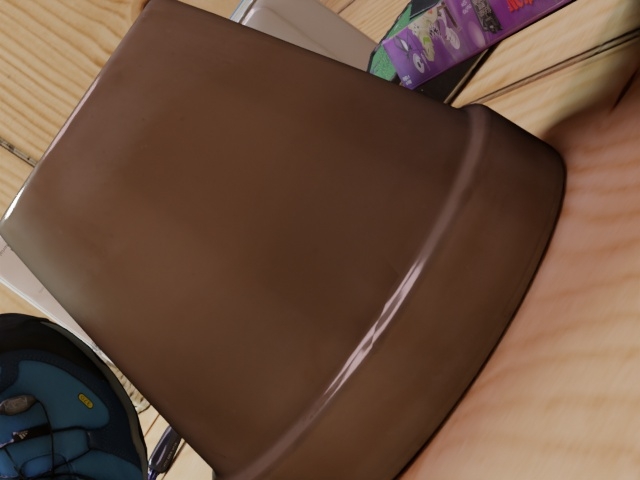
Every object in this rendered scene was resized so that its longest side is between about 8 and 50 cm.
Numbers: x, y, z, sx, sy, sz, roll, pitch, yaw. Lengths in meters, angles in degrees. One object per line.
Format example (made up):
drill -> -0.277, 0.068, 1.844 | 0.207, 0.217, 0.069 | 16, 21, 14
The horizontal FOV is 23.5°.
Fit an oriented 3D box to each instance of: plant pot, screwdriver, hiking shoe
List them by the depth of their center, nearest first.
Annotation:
hiking shoe -> -0.152, 0.191, 1.004 | 0.113, 0.304, 0.132 | -21, 17, -5
plant pot -> -0.048, -0.005, 1.029 | 0.323, 0.280, 0.323 | -54, 9, 12
screwdriver -> -0.186, 0.269, 1.595 | 0.170, 0.024, 0.025 | -64, -19, -10

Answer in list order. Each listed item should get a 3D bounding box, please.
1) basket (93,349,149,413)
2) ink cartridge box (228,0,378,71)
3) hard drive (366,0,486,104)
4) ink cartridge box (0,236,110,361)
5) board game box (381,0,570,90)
basket -> -0.267, 0.169, 2.062 | 0.113, 0.103, 0.167 | -60, 9, -21
ink cartridge box -> -0.041, -0.180, 1.832 | 0.197, 0.198, 0.270 | -55, 9, 2
hard drive -> 0.160, -0.258, 1.499 | 0.339, 0.064, 0.237 | -51, 10, 23
ink cartridge box -> -0.247, 0.057, 1.800 | 0.117, 0.283, 0.207 | -52, 9, -1
board game box -> 0.178, -0.182, 0.942 | 0.208, 0.056, 0.347 | -25, 2, -14
